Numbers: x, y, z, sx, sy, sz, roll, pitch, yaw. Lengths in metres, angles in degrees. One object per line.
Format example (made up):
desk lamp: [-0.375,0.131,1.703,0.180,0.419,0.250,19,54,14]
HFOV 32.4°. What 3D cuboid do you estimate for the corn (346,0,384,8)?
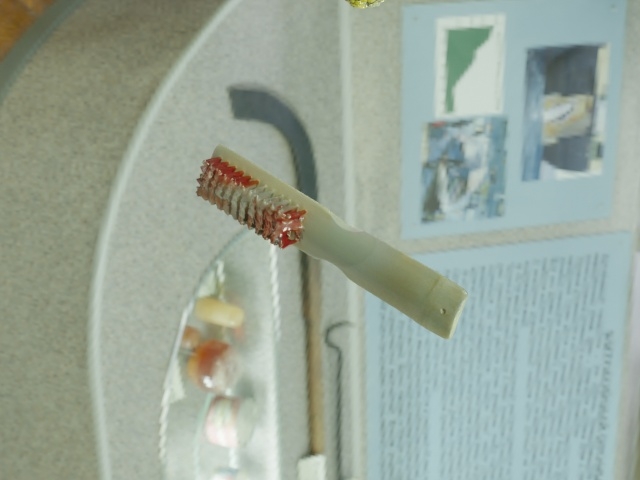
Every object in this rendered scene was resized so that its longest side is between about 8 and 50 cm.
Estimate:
corn: [0.020,-0.357,1.246,0.072,0.072,0.203,-34,94,-52]

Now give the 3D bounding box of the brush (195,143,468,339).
brush: [0.000,0.000,1.096,0.050,0.321,0.060,-24,139,-51]
